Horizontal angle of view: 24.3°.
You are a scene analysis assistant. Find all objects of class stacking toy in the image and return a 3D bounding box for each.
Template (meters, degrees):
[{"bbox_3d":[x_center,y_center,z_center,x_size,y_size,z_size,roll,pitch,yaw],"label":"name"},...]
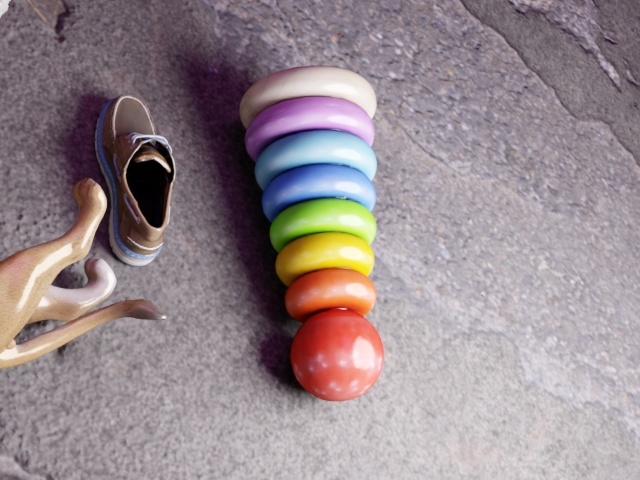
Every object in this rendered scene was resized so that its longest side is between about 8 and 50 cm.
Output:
[{"bbox_3d":[0.000,0.000,1.468,0.141,0.141,0.330,8,64,-31],"label":"stacking toy"}]

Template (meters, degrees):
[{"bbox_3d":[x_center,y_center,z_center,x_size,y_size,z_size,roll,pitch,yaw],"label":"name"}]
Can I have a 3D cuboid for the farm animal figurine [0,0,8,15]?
[{"bbox_3d":[-0.346,-0.331,1.244,0.172,0.327,0.330,16,9,27],"label":"farm animal figurine"}]

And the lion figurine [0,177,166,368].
[{"bbox_3d":[-0.326,-0.014,1.228,0.392,0.142,0.240,48,57,-6],"label":"lion figurine"}]

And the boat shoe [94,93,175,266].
[{"bbox_3d":[-0.169,-0.069,1.420,0.066,0.066,0.183,6,59,-33],"label":"boat shoe"}]
